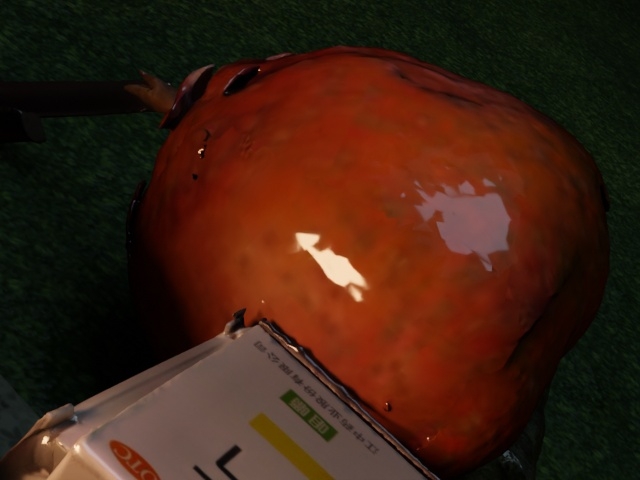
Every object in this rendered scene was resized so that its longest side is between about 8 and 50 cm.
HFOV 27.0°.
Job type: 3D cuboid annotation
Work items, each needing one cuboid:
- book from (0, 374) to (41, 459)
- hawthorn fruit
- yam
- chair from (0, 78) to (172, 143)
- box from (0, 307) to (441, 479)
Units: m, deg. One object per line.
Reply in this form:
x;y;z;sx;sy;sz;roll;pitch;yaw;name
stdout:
-0.308;0.020;0.606;0.379;0.031;0.264;44;26;14;book
0.000;0.000;0.773;0.307;0.276;0.276;37;25;6;hawthorn fruit
0.141;0.119;0.995;0.061;0.061;0.253;36;24;-2;yam
-0.284;-0.150;0.836;0.326;0.183;0.175;-2;12;25;chair
0.009;0.200;0.579;0.333;0.145;0.173;42;24;9;box
